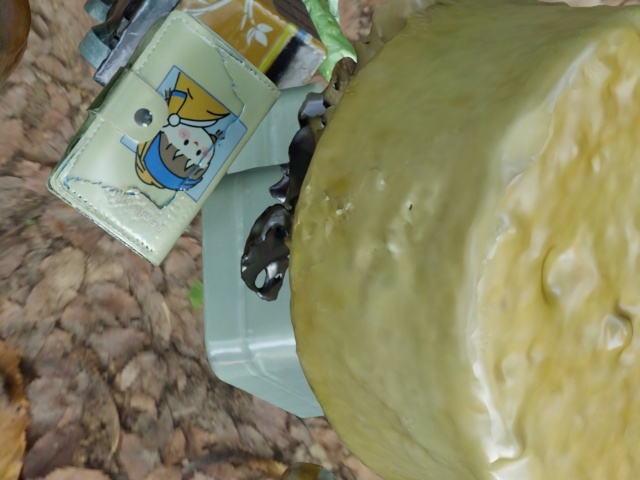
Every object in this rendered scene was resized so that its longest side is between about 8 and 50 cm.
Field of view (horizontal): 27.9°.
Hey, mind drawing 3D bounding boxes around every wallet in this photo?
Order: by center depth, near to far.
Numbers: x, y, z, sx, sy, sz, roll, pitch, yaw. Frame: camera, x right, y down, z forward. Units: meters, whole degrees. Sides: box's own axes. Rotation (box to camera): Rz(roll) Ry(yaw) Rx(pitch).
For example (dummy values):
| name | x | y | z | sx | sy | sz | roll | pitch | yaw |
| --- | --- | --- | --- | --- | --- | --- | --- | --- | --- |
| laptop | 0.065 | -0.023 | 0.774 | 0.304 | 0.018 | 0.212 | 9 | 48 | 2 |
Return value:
| name | x | y | z | sx | sy | sz | roll | pitch | yaw |
| --- | --- | --- | --- | --- | --- | --- | --- | --- | --- |
| wallet | -0.108 | -0.073 | 0.902 | 0.110 | 0.039 | 0.155 | 39 | 81 | -30 |

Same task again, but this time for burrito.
| name | x | y | z | sx | sy | sz | roll | pitch | yaw |
| --- | --- | --- | --- | --- | --- | --- | --- | --- | --- |
| burrito | -0.008 | -0.279 | 1.521 | 0.054 | 0.104 | 0.288 | -30 | 63 | 17 |

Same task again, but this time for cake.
| name | x | y | z | sx | sy | sz | roll | pitch | yaw |
| --- | --- | --- | --- | --- | --- | --- | --- | --- | --- |
| cake | 0.091 | 0.000 | 0.820 | 0.332 | 0.321 | 0.332 | -9 | 105 | -38 |

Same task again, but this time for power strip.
| name | x | y | z | sx | sy | sz | roll | pitch | yaw |
| --- | --- | --- | --- | --- | --- | --- | --- | --- | --- |
| power strip | 0.000 | 0.000 | 1.072 | 0.141 | 0.229 | 0.261 | -9 | 70 | 17 |

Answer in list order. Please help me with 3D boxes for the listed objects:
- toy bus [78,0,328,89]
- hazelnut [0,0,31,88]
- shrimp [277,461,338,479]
| name | x | y | z | sx | sy | sz | roll | pitch | yaw |
| --- | --- | --- | --- | --- | --- | --- | --- | --- | --- |
| toy bus | -0.117 | -0.223 | 1.284 | 0.194 | 0.323 | 0.162 | 32 | 106 | -20 |
| hazelnut | -0.350 | -0.173 | 1.045 | 0.229 | 0.229 | 0.230 | 0 | 92 | -9 |
| shrimp | 0.011 | 0.395 | 1.483 | 0.063 | 0.152 | 0.287 | -7 | 80 | -46 |
